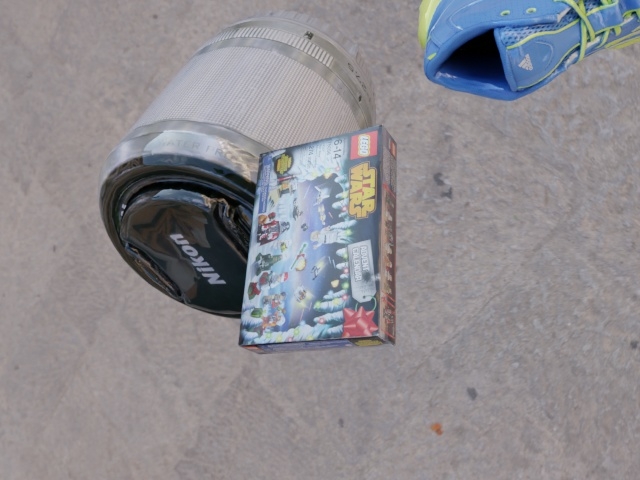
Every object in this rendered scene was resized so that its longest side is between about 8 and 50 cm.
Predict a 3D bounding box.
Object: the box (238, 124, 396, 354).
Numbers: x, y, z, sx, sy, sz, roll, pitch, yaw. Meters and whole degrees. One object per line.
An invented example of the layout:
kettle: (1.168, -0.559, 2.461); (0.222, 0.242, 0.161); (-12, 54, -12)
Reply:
box: (0.000, 0.000, 0.380); (0.094, 0.027, 0.137); (-9, 64, 26)

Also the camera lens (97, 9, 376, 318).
camera lens: (-0.069, -0.077, 0.606); (0.219, 0.219, 0.274); (-11, 39, 30)

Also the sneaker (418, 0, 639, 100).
sneaker: (0.177, -0.143, 0.399); (0.240, 0.091, 0.126); (-5, 46, 31)
